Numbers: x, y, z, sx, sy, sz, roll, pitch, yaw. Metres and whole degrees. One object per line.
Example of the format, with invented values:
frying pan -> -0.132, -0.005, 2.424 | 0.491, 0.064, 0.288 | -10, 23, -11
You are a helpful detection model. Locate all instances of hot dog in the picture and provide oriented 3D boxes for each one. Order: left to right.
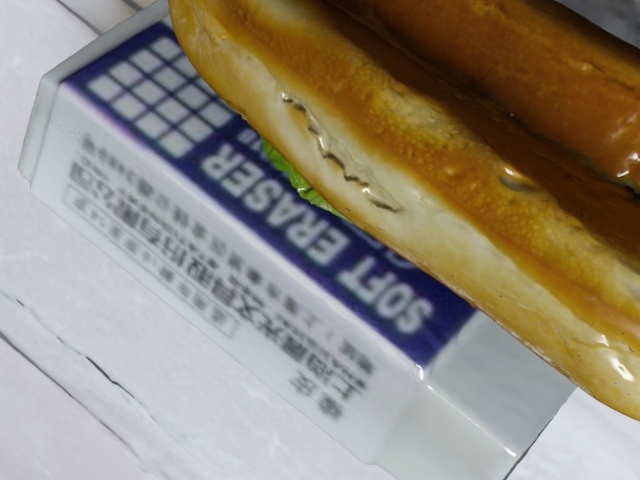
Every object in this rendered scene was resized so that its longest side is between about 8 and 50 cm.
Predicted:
hot dog -> 0.060, -0.046, 0.603 | 0.337, 0.135, 0.100 | 37, 156, 30

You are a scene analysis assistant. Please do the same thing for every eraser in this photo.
eraser -> 0.000, 0.000, 0.704 | 0.279, 0.124, 0.081 | 38, 135, 10
